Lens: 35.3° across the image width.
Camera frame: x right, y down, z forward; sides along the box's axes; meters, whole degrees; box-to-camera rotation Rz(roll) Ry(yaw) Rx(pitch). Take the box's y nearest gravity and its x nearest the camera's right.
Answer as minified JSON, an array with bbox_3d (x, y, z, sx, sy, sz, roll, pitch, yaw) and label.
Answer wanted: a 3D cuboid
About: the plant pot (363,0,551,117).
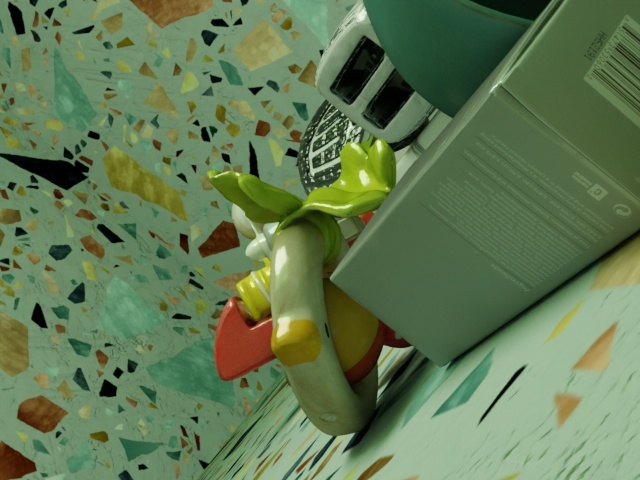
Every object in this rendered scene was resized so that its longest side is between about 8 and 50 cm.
[{"bbox_3d":[0.158,-0.209,0.720,0.293,0.293,0.235,-49,-15,-15],"label":"plant pot"}]

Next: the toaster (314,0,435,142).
[{"bbox_3d":[0.088,-0.194,0.950,0.146,0.129,0.227,-54,4,-25],"label":"toaster"}]

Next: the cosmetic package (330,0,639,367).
[{"bbox_3d":[0.108,-0.032,0.569,0.127,0.107,0.238,-53,3,-32],"label":"cosmetic package"}]

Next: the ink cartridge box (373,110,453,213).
[{"bbox_3d":[0.186,-0.118,1.032,0.207,0.117,0.283,-49,-2,-25],"label":"ink cartridge box"}]

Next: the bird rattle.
[{"bbox_3d":[0.001,0.051,0.768,0.253,0.143,0.207,74,-165,-47],"label":"bird rattle"}]

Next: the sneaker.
[{"bbox_3d":[0.067,-0.136,1.148,0.111,0.121,0.300,-24,35,42],"label":"sneaker"}]

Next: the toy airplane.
[{"bbox_3d":[0.000,0.000,1.461,0.384,0.272,0.386,-47,-3,-45],"label":"toy airplane"}]
